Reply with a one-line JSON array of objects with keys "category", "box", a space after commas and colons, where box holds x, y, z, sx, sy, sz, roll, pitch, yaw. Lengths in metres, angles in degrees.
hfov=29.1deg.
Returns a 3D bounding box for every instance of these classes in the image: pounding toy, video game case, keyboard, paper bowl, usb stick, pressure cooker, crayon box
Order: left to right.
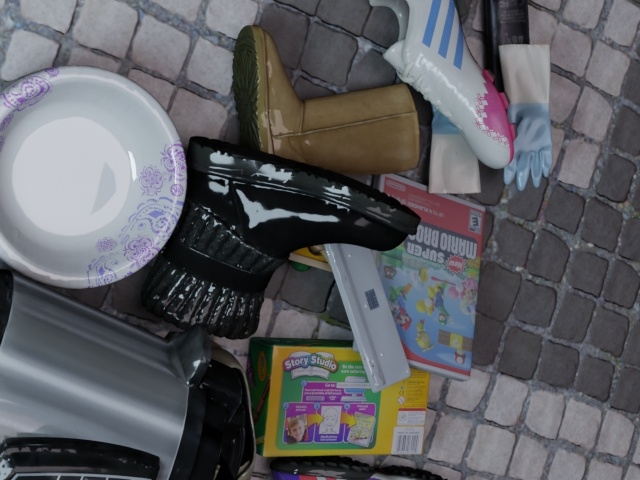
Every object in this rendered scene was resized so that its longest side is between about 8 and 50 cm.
[{"category": "paper bowl", "box": [-0.329, -0.084, 1.608, 0.284, 0.148, 0.284, -3, 97, -26]}, {"category": "pressure cooker", "box": [-0.308, 0.259, 1.523, 0.420, 0.370, 0.376, 27, 59, -23]}, {"category": "pounding toy", "box": [0.000, 0.000, 1.807, 0.130, 0.100, 0.141, 17, 88, -27]}, {"category": "crayon box", "box": [0.027, 0.234, 1.855, 0.278, 0.081, 0.165, 5, 93, -27]}, {"category": "keyboard", "box": [0.066, 0.089, 1.787, 0.072, 0.014, 0.256, -22, 97, -35]}, {"category": "video game case", "box": [0.155, 0.054, 1.883, 0.204, 0.025, 0.285, 18, 69, -27]}, {"category": "usb stick", "box": [0.300, -0.266, 1.962, 0.077, 0.045, 0.278, -6, 98, -18]}]

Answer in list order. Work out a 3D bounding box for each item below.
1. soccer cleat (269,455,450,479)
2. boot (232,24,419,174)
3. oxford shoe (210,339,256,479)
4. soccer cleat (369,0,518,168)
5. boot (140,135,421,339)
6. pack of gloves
[{"category": "soccer cleat", "box": [0.061, 0.394, 1.876, 0.318, 0.108, 0.116, 15, 87, -30]}, {"category": "boot", "box": [0.010, -0.204, 1.807, 0.269, 0.089, 0.236, -10, 105, -27]}, {"category": "oxford shoe", "box": [-0.164, 0.343, 1.733, 0.140, 0.146, 0.397, -6, 99, -29]}, {"category": "soccer cleat", "box": [0.176, -0.247, 1.846, 0.143, 0.116, 0.331, -21, 84, -15]}, {"category": "boot", "box": [-0.057, 0.022, 1.692, 0.348, 0.131, 0.260, 16, 101, 8]}, {"category": "pack of gloves", "box": [0.261, -0.188, 1.932, 0.195, 0.046, 0.232, -1, 88, -1]}]
